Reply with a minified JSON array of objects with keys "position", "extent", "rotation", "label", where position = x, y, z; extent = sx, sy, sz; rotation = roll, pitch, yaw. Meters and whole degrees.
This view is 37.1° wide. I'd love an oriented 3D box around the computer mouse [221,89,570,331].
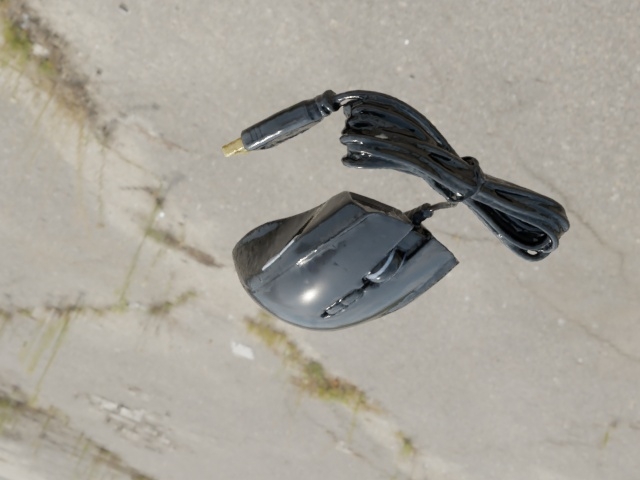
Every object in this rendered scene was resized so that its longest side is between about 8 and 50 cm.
[{"position":[0.000,0.000,0.584],"extent":[0.184,0.060,0.262],"rotation":[30,150,-32],"label":"computer mouse"}]
